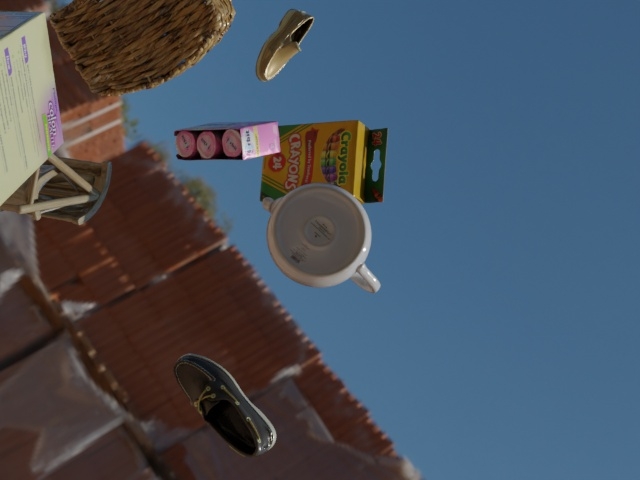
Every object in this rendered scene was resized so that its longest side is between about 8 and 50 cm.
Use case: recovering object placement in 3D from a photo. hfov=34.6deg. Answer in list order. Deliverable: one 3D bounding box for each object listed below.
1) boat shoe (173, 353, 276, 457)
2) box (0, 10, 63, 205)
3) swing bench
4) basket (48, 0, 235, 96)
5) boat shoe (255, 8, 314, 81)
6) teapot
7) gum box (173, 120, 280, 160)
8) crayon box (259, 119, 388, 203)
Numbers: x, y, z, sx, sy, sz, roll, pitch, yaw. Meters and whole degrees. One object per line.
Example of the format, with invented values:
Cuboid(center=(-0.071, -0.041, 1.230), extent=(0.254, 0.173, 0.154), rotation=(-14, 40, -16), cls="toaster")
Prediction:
Cuboid(center=(-0.174, 0.285, 1.784), extent=(0.227, 0.081, 0.068), rotation=(41, 16, 10), cls="boat shoe")
Cuboid(center=(-0.481, -0.194, 1.470), extent=(0.243, 0.117, 0.214), rotation=(-69, 160, -60), cls="box")
Cuboid(center=(-0.636, -0.128, 2.219), extent=(0.253, 0.254, 0.165), rotation=(8, -94, 29), cls="swing bench")
Cuboid(center=(-0.311, -0.412, 1.927), extent=(0.213, 0.299, 0.223), rotation=(59, 14, -16), cls="basket")
Cuboid(center=(-0.077, -0.436, 2.304), extent=(0.072, 0.190, 0.068), rotation=(20, -13, 30), cls="boat shoe")
Cuboid(center=(0.000, 0.000, 2.339), extent=(0.187, 0.252, 0.256), rotation=(93, -9, -78), cls="teapot")
Cuboid(center=(-0.184, -0.192, 1.980), extent=(0.188, 0.107, 0.062), rotation=(4, -75, 39), cls="gum box")
Cuboid(center=(0.007, -0.194, 2.598), extent=(0.318, 0.081, 0.202), rotation=(-2, -103, 25), cls="crayon box")
